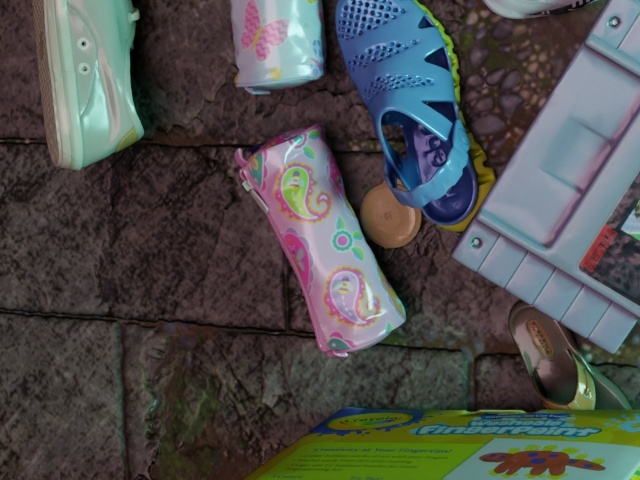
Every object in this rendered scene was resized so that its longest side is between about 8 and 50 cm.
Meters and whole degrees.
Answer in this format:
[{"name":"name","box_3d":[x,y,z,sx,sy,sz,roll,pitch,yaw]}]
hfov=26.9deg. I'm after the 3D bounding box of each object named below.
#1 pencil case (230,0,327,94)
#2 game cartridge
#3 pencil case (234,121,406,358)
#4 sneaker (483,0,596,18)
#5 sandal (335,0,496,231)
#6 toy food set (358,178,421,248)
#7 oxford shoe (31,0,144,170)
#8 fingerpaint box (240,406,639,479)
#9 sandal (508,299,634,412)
[{"name":"pencil case","box_3d":[-0.063,-0.316,1.617,0.124,0.113,0.273,-4,96,33]},{"name":"game cartridge","box_3d":[0.331,-0.071,1.490,0.230,0.068,0.355,32,109,7]},{"name":"pencil case","box_3d":[0.000,0.000,1.628,0.124,0.124,0.284,-25,90,24]},{"name":"sneaker","box_3d":[0.306,-0.349,1.399,0.365,0.210,0.137,-26,87,24]},{"name":"sandal","box_3d":[0.103,-0.157,1.557,0.126,0.138,0.317,-28,84,26]},{"name":"toy food set","box_3d":[0.085,-0.032,1.644,0.082,0.020,0.083,-31,85,24]},{"name":"oxford shoe","box_3d":[-0.302,-0.315,1.721,0.130,0.169,0.450,-6,87,-17]},{"name":"fingerpaint box","box_3d":[0.137,0.317,1.445,0.444,0.371,0.163,-4,102,31]},{"name":"sandal","box_3d":[0.289,0.164,1.563,0.090,0.060,0.219,-32,84,24]}]
